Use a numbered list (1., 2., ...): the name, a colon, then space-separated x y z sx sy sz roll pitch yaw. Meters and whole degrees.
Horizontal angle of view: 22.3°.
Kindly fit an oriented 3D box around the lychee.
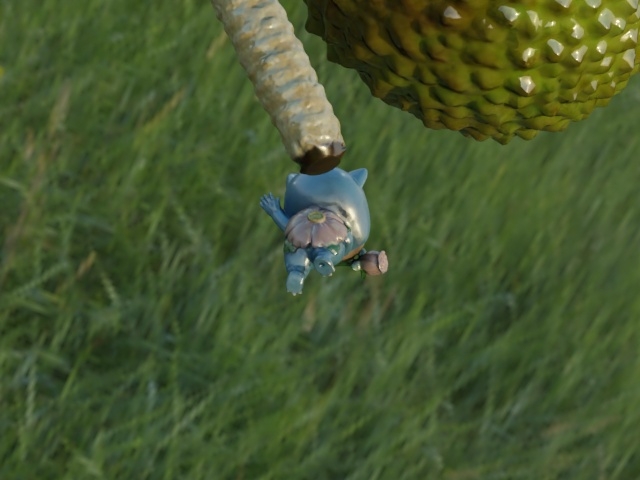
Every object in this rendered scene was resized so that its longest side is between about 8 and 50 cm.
1. lychee: 0.110 -0.211 1.060 0.270 0.320 0.270 -2 60 4

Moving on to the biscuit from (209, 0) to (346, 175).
1. biscuit: -0.043 -0.156 1.359 0.061 0.055 0.219 -11 69 -45

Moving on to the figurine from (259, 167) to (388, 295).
1. figurine: 0.005 0.002 1.833 0.144 0.114 0.178 61 25 -29
